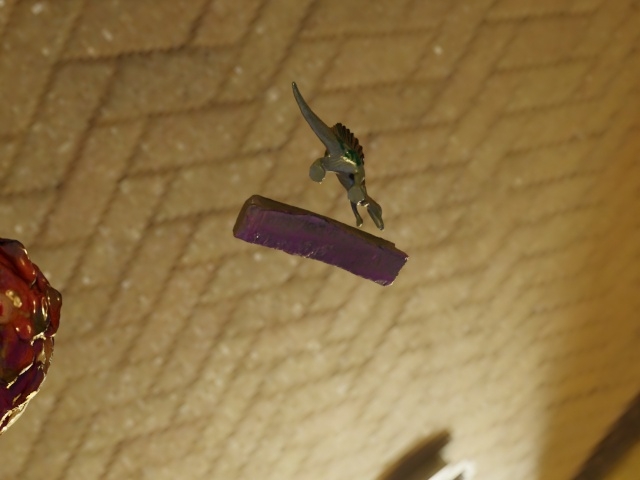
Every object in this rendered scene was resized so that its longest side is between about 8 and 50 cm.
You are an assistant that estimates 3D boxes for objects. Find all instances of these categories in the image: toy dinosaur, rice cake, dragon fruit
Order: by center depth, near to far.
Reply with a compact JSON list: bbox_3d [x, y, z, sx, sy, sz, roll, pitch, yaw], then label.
[{"bbox_3d":[-0.343,0.086,1.471,0.241,0.241,0.252,-25,161,-31],"label":"dragon fruit"},{"bbox_3d":[0.000,0.000,1.595,0.207,0.036,0.047,20,101,-44],"label":"rice cake"},{"bbox_3d":[0.024,-0.089,1.827,0.044,0.187,0.106,-25,-173,25],"label":"toy dinosaur"}]
